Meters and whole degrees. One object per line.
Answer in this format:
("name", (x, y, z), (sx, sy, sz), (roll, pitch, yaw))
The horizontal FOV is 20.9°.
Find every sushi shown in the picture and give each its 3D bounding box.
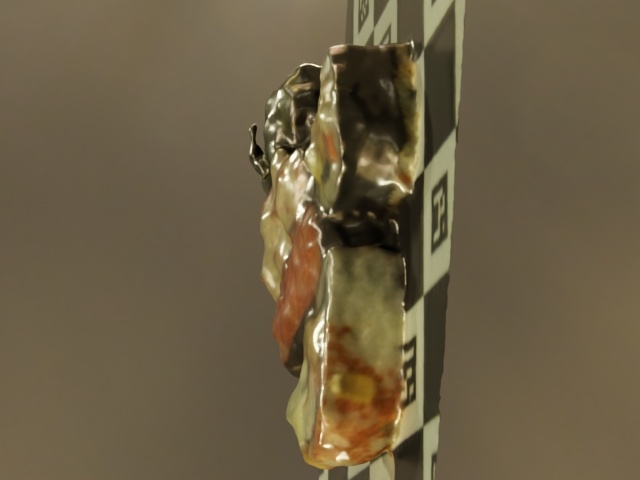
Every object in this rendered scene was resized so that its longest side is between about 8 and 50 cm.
("sushi", (0.000, 0.000, 0.919), (0.068, 0.320, 0.339), (3, -90, -9))
